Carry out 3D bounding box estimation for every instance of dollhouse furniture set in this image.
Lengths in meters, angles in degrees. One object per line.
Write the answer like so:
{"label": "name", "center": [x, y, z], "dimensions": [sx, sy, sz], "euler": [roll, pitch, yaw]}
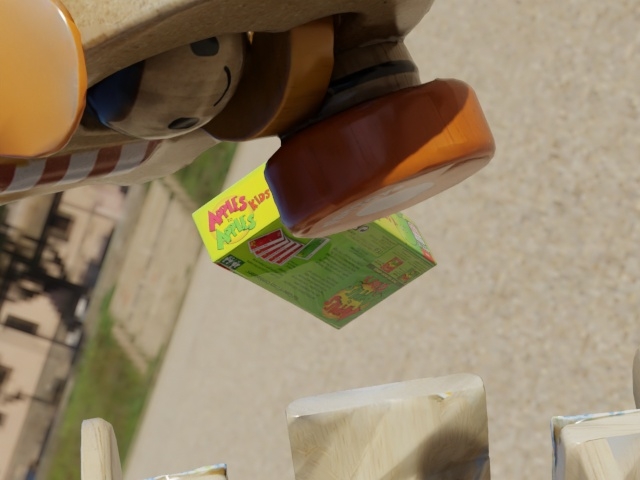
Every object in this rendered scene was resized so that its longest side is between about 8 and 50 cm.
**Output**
{"label": "dollhouse furniture set", "center": [0.051, 0.230, 1.079], "dimensions": [0.256, 0.362, 0.394], "euler": [-102, 4, -55]}

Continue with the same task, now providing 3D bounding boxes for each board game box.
{"label": "board game box", "center": [0.000, 0.000, 1.115], "dimensions": [0.092, 0.181, 0.043], "euler": [-34, 60, 15]}

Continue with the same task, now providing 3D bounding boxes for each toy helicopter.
{"label": "toy helicopter", "center": [-0.127, -0.032, 0.558], "dimensions": [0.140, 0.355, 0.235], "euler": [69, -160, 6]}
